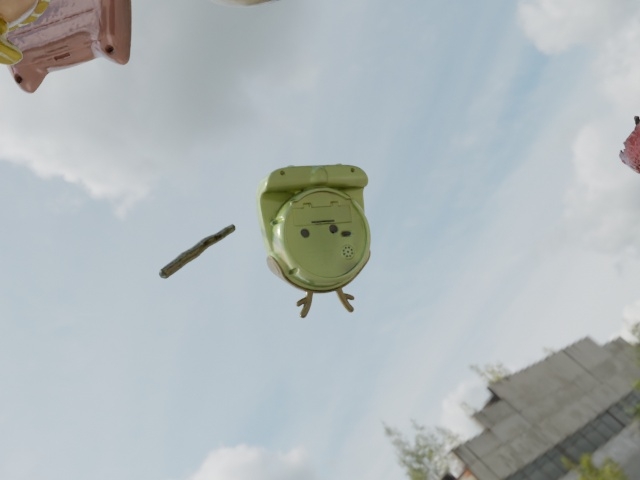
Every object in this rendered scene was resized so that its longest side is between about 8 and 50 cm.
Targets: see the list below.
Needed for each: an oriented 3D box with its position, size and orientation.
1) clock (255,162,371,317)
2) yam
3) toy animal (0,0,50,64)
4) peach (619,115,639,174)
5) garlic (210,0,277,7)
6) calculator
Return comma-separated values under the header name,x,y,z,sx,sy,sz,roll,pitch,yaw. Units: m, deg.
name,x,y,z,sx,sy,sz,roll,pitch,yaw
clock,0.000,0.000,1.630,0.234,0.308,0.096,-5,-7,-24
yam,-0.237,0.018,1.547,0.234,0.027,0.029,-39,-46,-52
toy animal,-0.322,-0.268,0.723,0.156,0.230,0.156,-10,-13,-2
peach,0.218,-0.062,0.468,0.077,0.050,0.083,-41,-23,8
garlic,-0.084,-0.326,0.759,0.184,0.203,0.281,-27,2,21
calculator,-0.367,-0.378,1.070,0.220,0.330,0.048,-13,-5,17
